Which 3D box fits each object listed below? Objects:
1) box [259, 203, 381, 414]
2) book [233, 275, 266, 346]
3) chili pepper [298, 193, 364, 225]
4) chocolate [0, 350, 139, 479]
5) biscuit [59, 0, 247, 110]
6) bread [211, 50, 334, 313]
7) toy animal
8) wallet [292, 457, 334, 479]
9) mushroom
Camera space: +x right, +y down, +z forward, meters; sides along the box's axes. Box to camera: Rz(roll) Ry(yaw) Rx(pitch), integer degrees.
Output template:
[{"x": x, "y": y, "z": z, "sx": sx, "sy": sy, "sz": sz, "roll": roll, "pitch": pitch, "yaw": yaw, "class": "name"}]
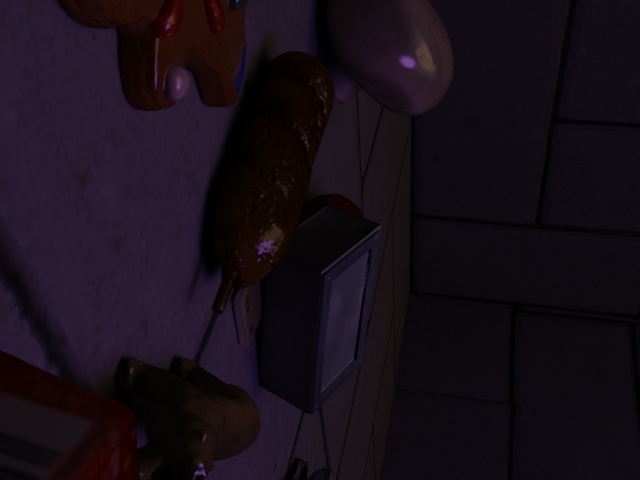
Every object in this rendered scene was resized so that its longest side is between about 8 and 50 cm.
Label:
[{"x": 0.000, "y": 0.086, "z": 0.916, "sx": 0.129, "sy": 0.086, "sz": 0.225, "roll": -37, "pitch": 142, "yaw": -45, "class": "box"}, {"x": -0.078, "y": 0.060, "z": 0.864, "sx": 0.111, "sy": 0.014, "sz": 0.077, "roll": -71, "pitch": 164, "yaw": -49, "class": "book"}, {"x": 0.001, "y": -0.006, "z": 1.096, "sx": 0.137, "sy": 0.092, "sz": 0.368, "roll": -68, "pitch": 165, "yaw": 12, "class": "chili pepper"}, {"x": -0.160, "y": 0.203, "z": 0.306, "sx": 0.237, "sy": 0.108, "sz": 0.234, "roll": -62, "pitch": 157, "yaw": -65, "class": "chocolate"}, {"x": -0.105, "y": -0.197, "z": 0.546, "sx": 0.324, "sy": 0.050, "sz": 0.205, "roll": -5, "pitch": 101, "yaw": -76, "class": "biscuit"}, {"x": -0.050, "y": -0.066, "z": 0.772, "sx": 0.124, "sy": 0.084, "sz": 0.343, "roll": 80, "pitch": 19, "yaw": -51, "class": "bread"}, {"x": -0.103, "y": 0.146, "z": 0.566, "sx": 0.218, "sy": 0.101, "sz": 0.103, "roll": 46, "pitch": 52, "yaw": -75, "class": "toy animal"}, {"x": -0.047, "y": 0.483, "z": 1.092, "sx": 0.309, "sy": 0.077, "sz": 0.223, "roll": -28, "pitch": 127, "yaw": -75, "class": "wallet"}, {"x": 0.092, "y": -0.295, "z": 1.130, "sx": 0.246, "sy": 0.202, "sz": 0.246, "roll": 41, "pitch": 23, "yaw": -22, "class": "mushroom"}]
